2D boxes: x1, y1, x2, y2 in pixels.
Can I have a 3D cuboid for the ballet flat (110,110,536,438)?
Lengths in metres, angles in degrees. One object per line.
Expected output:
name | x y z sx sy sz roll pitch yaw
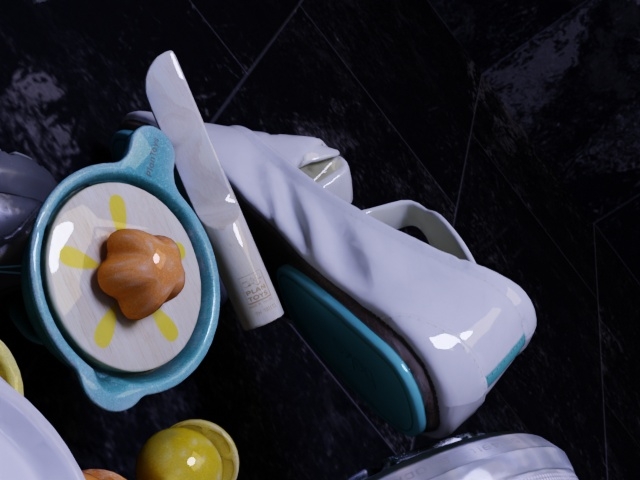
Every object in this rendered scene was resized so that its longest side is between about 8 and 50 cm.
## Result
ballet flat | 0.000 0.000 1.072 0.400 0.139 0.139 37 3 43

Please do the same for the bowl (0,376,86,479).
bowl | -0.178 0.134 0.578 0.298 0.134 0.298 39 35 -35

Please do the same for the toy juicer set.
toy juicer set | -0.093 0.050 0.870 0.209 0.089 0.329 53 46 -20

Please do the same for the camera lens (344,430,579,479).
camera lens | 0.105 0.276 0.952 0.219 0.219 0.274 19 41 -59

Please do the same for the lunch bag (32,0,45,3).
lunch bag | -0.218 -0.327 0.905 0.256 0.212 0.305 91 -21 -58

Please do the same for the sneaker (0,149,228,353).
sneaker | -0.156 0.027 0.962 0.267 0.101 0.106 19 54 -50
